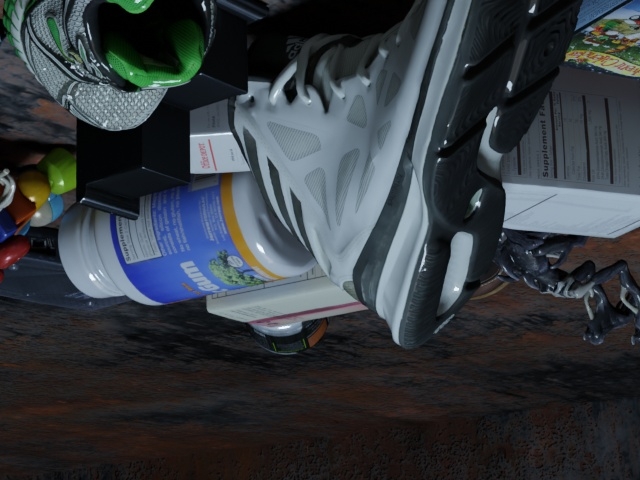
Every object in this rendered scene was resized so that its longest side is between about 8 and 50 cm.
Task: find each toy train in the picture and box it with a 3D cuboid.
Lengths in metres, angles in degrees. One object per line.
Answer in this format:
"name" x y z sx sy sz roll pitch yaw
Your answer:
"toy train" -0.297 -0.048 1.650 0.143 0.105 0.248 -37 179 -36

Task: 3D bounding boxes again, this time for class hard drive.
"hard drive" -0.334 0.036 2.050 0.172 0.054 0.255 -16 159 40

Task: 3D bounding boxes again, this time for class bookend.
"bookend" -0.123 -0.114 1.356 0.157 0.156 0.072 -14 160 35

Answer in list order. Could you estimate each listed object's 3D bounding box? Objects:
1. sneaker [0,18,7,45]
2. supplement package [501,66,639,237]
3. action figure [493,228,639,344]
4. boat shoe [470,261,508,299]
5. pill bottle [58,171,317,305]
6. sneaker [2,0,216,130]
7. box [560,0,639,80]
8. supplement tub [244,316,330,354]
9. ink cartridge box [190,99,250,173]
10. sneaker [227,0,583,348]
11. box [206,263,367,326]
"sneaker" -0.299 -0.153 1.290 0.112 0.121 0.299 -30 178 -13
"supplement package" 0.200 -0.090 1.515 0.244 0.134 0.139 5 163 -24
"action figure" 0.281 0.008 1.888 0.276 0.141 0.164 36 156 -23
"boat shoe" 0.153 0.043 2.096 0.207 0.073 0.073 -16 161 40
"pill bottle" -0.139 -0.014 1.714 0.272 0.152 0.152 -13 161 34
"sneaker" -0.147 -0.151 1.160 0.134 0.146 0.343 -19 165 -12
"box" 0.316 -0.180 1.376 0.233 0.044 0.159 6 162 -27
"supplement tub" -0.047 0.083 2.137 0.117 0.117 0.190 -2 164 2
"ink cartridge box" -0.067 -0.112 1.532 0.198 0.067 0.115 -3 164 -1
"sneaker" 0.035 -0.131 1.294 0.169 0.257 0.447 -37 153 -38
"box" 0.000 0.000 1.788 0.232 0.148 0.127 -12 162 32
